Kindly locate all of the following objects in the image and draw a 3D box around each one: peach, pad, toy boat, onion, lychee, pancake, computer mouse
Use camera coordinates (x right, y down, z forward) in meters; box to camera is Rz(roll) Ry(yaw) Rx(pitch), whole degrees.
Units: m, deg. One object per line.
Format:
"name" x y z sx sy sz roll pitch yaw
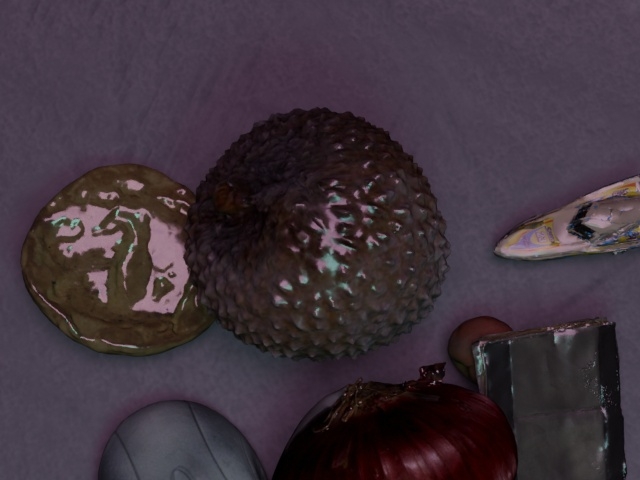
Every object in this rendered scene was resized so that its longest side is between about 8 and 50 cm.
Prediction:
"peach" 0.188 0.124 1.862 0.083 0.083 0.083 1 77 -3
"pad" 0.262 0.210 1.835 0.174 0.022 0.233 -7 96 -15
"toy boat" 0.302 -0.012 1.907 0.210 0.066 0.084 -15 78 -6
"onion" 0.087 0.283 1.738 0.273 0.273 0.285 -16 101 -7
"lychee" -0.003 -0.005 1.784 0.300 0.300 0.300 1 77 -3
"pancake" -0.223 0.022 1.868 0.241 0.050 0.242 5 71 -16
"computer mouse" -0.119 0.349 1.777 0.188 0.122 0.371 -23 83 -8
